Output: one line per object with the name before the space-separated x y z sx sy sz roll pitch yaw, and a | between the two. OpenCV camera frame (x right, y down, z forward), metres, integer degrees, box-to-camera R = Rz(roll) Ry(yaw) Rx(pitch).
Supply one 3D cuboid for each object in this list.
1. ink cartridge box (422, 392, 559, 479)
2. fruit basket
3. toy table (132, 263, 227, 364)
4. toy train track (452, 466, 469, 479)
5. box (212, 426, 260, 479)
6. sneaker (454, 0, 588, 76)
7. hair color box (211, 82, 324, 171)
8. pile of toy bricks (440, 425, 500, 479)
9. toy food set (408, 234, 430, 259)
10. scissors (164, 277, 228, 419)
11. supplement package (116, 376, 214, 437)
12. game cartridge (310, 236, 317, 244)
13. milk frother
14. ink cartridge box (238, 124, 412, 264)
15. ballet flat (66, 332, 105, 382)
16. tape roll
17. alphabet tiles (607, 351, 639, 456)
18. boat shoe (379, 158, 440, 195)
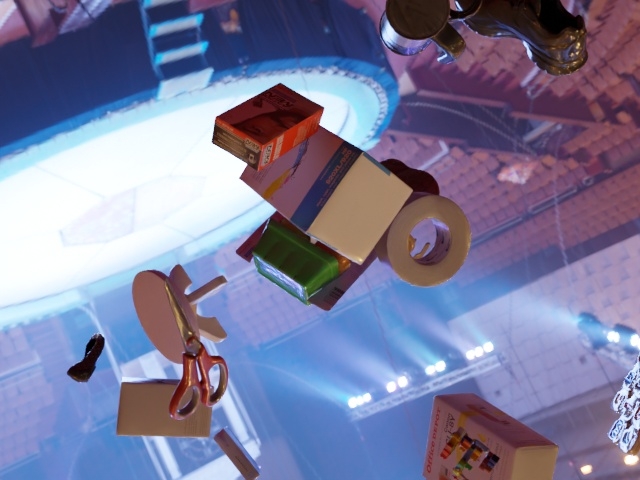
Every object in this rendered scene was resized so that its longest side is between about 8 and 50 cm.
ink cartridge box | 0.481 0.650 1.951 0.161 0.279 0.385 5 -172 -25
fruit basket | 0.000 0.000 1.817 0.353 0.327 0.165 -45 153 -31
toy table | -0.375 0.190 1.804 0.252 0.274 0.161 -29 173 34
toy train track | 0.363 0.607 1.684 0.048 0.083 0.014 28 95 -35
box | -0.211 0.542 1.689 0.038 0.145 0.186 -39 173 -14
sneaker | 0.367 -0.421 1.207 0.109 0.286 0.130 -49 156 -9
hair color box | -0.079 -0.180 1.028 0.167 0.093 0.053 -43 159 -44
pile of toy bricks | 0.342 0.515 1.559 0.105 0.118 0.212 -52 155 -6
toy food set | 0.208 0.010 1.909 0.192 0.038 0.132 16 134 -16
scissors | -0.182 0.151 0.975 0.109 0.021 0.296 -26 134 -36
supplement package | -0.312 0.333 1.332 0.180 0.105 0.105 6 173 -16
game cartridge | -0.025 -0.109 2.186 0.196 0.294 0.060 -16 -148 -3
milk frother | 0.158 -0.327 0.917 0.135 0.129 0.143 -84 -164 -82
ink cartridge box | 0.005 -0.103 1.197 0.171 0.233 0.168 29 97 -48
ballet flat | -0.506 0.247 1.444 0.057 0.049 0.173 -54 -162 14
tape roll | 0.240 -0.003 1.557 0.219 0.219 0.072 -24 -163 -15
alphabet tiles | 0.712 0.322 1.423 0.284 0.021 0.278 -62 174 2
boat shoe | 0.259 -0.145 1.970 0.123 0.116 0.324 -20 -151 -11
